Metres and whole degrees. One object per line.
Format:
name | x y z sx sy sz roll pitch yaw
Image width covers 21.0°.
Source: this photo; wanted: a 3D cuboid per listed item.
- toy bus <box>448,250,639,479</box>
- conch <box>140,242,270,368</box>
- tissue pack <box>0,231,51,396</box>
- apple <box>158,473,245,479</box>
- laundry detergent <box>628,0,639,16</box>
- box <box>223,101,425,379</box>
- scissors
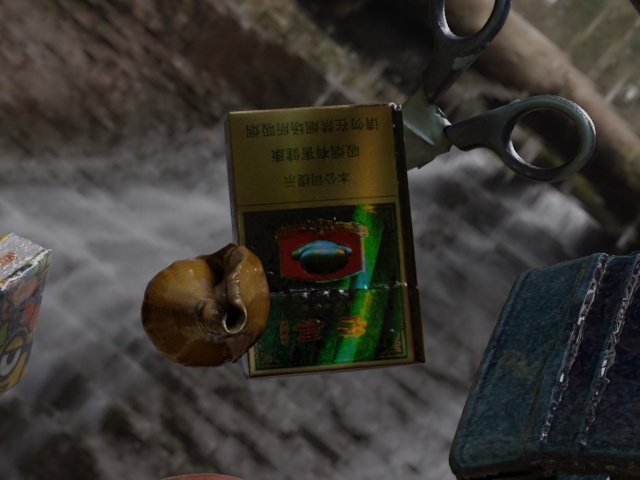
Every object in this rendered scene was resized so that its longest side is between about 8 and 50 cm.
toy bus | 0.190 0.168 0.862 0.194 0.162 0.323 0 -51 25
conch | -0.084 0.065 1.420 0.093 0.109 0.330 66 -11 -11
tissue pack | -0.312 0.078 1.624 0.060 0.108 0.148 22 -63 12
apple | -0.155 0.407 1.721 0.269 0.345 0.345 -1 -20 -3
laundry detergent | 0.408 -0.208 1.705 0.237 0.171 0.076 61 -43 31
box | 0.000 0.000 1.548 0.071 0.159 0.240 153 -69 -79
scissors | 0.088 -0.111 1.818 0.029 0.383 0.256 -8 70 -57
